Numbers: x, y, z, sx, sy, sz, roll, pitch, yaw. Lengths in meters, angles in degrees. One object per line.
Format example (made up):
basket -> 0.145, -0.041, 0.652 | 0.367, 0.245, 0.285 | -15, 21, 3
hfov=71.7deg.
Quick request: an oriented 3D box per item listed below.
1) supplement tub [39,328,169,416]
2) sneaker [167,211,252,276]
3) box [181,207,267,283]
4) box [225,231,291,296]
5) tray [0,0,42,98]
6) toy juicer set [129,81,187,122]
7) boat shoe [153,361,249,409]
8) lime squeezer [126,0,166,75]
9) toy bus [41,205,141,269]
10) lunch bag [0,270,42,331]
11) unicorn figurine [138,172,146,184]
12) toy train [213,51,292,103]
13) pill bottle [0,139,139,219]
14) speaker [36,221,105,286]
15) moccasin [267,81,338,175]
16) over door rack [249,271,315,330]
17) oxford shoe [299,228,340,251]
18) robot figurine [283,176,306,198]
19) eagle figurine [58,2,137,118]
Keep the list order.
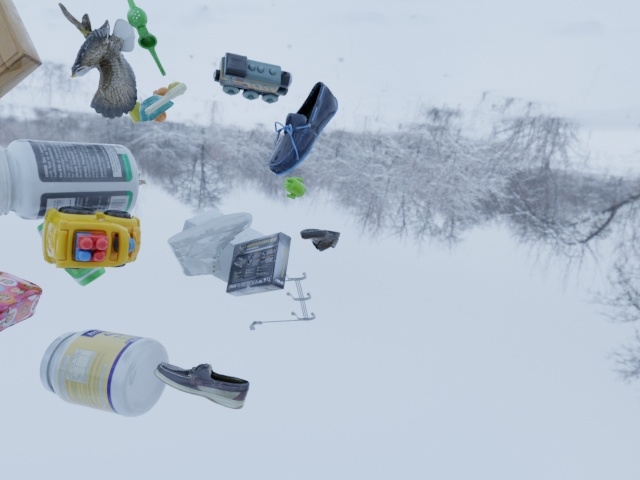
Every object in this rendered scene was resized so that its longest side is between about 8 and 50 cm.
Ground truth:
supplement tub -> -0.689, 0.416, 1.424 | 0.331, 0.241, 0.241 | 4, -171, 18
sneaker -> -0.355, 0.019, 1.529 | 0.292, 0.169, 0.108 | -22, -155, -13
box -> -0.364, 0.036, 1.783 | 0.345, 0.168, 0.215 | 26, -158, 7
box -> -0.208, 0.083, 1.478 | 0.231, 0.183, 0.056 | -14, 148, 36
tray -> -1.051, -0.666, 1.396 | 0.202, 0.411, 0.076 | -33, 166, 8
toy juicer set -> -0.549, -0.478, 1.559 | 0.209, 0.090, 0.329 | -40, -148, -19
boat shoe -> -0.349, 0.414, 1.326 | 0.285, 0.092, 0.103 | 24, 176, -7
lime squeezer -> -0.538, -0.632, 1.328 | 0.058, 0.311, 0.110 | -33, -138, -19
toy bus -> -0.528, 0.004, 1.064 | 0.220, 0.150, 0.211 | 3, -173, -40
lunch bag -> -1.118, 0.189, 1.468 | 0.258, 0.120, 0.293 | 24, -174, -6
unicorn figurine -> -0.818, -0.284, 1.862 | 0.111, 0.162, 0.060 | -1, -139, 43
toy train -> -0.285, -0.692, 1.893 | 0.333, 0.142, 0.190 | 6, 171, -21
pill bottle -> -0.694, -0.160, 1.169 | 0.204, 0.204, 0.361 | 17, -163, 42
speaker -> -1.032, 0.043, 1.840 | 0.131, 0.297, 0.131 | -33, -171, 6
moccasin -> -0.075, -0.362, 1.405 | 0.137, 0.342, 0.117 | 12, 152, 37
over door rack -> -0.201, 0.280, 2.114 | 0.324, 0.240, 0.108 | -10, -162, 6
oxford shoe -> 0.000, 0.000, 1.839 | 0.082, 0.096, 0.227 | 13, -176, 43
robot figurine -> -0.111, -0.232, 1.938 | 0.067, 0.101, 0.115 | 10, 164, 45
eagle figurine -> -0.670, -0.548, 1.351 | 0.226, 0.225, 0.298 | 3, -138, -46
